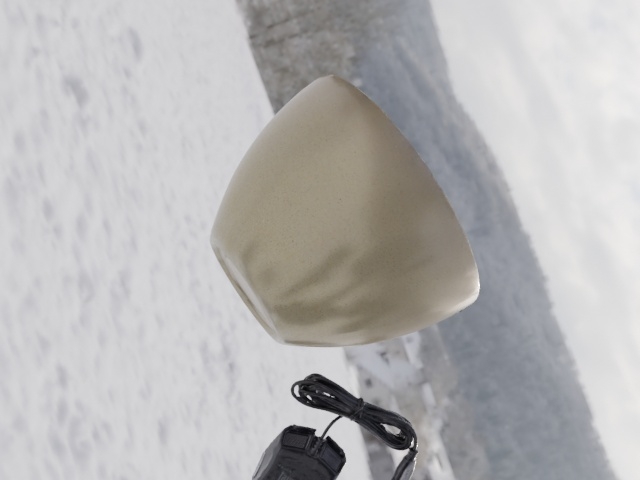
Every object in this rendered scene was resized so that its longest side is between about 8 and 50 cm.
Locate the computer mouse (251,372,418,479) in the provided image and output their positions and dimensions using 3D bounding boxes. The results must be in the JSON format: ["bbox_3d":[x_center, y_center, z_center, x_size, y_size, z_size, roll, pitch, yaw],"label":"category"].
[{"bbox_3d":[0.008,0.294,1.342,0.060,0.184,0.262,-86,-160,-73],"label":"computer mouse"}]

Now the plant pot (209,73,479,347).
[{"bbox_3d":[0.000,0.000,1.106,0.284,0.191,0.284,52,-13,17],"label":"plant pot"}]
